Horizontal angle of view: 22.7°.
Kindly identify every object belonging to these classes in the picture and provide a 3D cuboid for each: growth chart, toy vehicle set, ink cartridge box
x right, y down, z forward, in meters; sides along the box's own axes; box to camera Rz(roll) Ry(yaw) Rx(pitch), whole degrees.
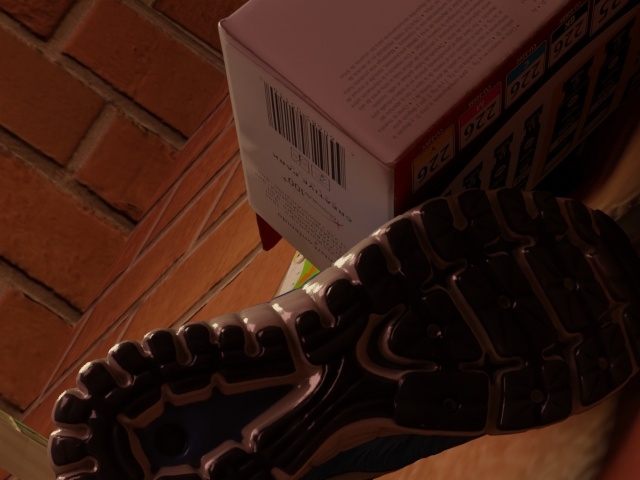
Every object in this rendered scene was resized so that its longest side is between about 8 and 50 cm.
[{"bbox_3d":[0.000,0.000,1.667,0.172,0.021,0.237,-45,16,37],"label":"growth chart"},{"bbox_3d":[-0.258,0.209,1.488,0.035,0.267,0.166,-58,12,-9],"label":"toy vehicle set"},{"bbox_3d":[0.102,-0.112,0.954,0.309,0.130,0.272,-43,-20,-16],"label":"ink cartridge box"}]

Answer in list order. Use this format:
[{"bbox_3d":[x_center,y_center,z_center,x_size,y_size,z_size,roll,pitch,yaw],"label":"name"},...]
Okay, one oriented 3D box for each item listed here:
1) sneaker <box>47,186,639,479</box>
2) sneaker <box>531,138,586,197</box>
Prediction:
[{"bbox_3d":[0.019,0.066,0.841,0.330,0.130,0.147,-16,-8,-10],"label":"sneaker"},{"bbox_3d":[0.164,-0.069,1.116,0.235,0.084,0.097,-54,39,-1],"label":"sneaker"}]
